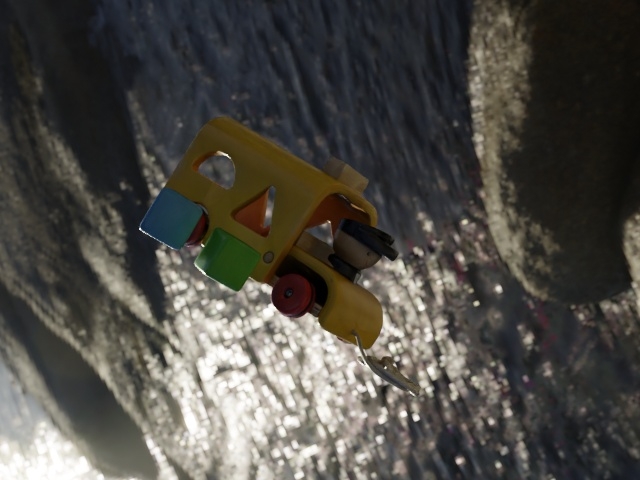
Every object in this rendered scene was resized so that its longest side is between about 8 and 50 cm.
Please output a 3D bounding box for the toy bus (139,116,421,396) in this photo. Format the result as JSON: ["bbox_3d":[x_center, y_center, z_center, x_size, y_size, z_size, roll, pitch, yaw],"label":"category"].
[{"bbox_3d":[-0.011,-0.007,0.712,0.202,0.104,0.191,31,-179,-14],"label":"toy bus"}]
